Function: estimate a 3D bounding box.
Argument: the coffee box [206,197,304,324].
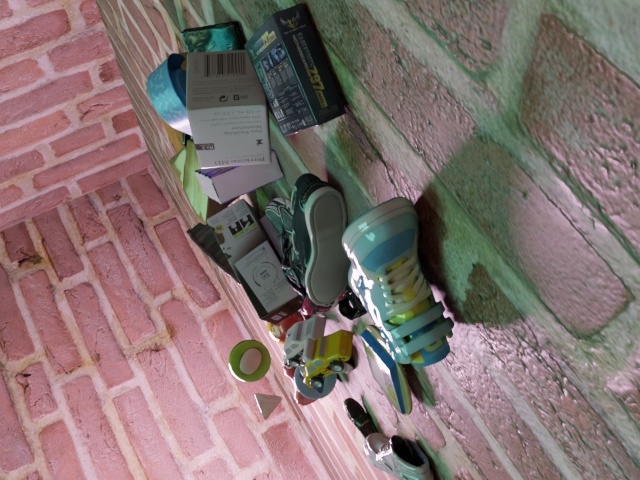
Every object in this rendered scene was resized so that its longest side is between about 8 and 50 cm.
[{"bbox_3d":[-0.159,0.059,1.781,0.297,0.119,0.168,59,-178,16],"label":"coffee box"}]

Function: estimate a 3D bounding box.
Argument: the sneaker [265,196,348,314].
[{"bbox_3d":[-0.050,0.030,1.579,0.299,0.112,0.120,59,164,19],"label":"sneaker"}]

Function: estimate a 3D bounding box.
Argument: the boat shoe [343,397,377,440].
[{"bbox_3d":[0.121,0.511,1.940,0.152,0.056,0.049,54,160,-2],"label":"boat shoe"}]

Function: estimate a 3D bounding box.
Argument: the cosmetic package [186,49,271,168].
[{"bbox_3d":[-0.179,-0.259,1.360,0.183,0.152,0.151,89,176,-59],"label":"cosmetic package"}]

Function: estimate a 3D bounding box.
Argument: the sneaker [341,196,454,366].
[{"bbox_3d":[0.132,0.076,1.026,0.208,0.127,0.319,60,174,22],"label":"sneaker"}]

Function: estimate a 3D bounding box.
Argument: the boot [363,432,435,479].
[{"bbox_3d":[0.188,0.514,1.666,0.258,0.095,0.123,27,136,53],"label":"boot"}]

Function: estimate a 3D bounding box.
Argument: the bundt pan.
[{"bbox_3d":[-0.235,0.035,2.041,0.331,0.124,0.331,42,178,2],"label":"bundt pan"}]

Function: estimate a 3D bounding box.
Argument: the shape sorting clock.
[{"bbox_3d":[0.146,0.277,1.470,0.206,0.040,0.206,60,167,24],"label":"shape sorting clock"}]

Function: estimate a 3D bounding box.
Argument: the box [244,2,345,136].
[{"bbox_3d":[-0.049,-0.277,1.154,0.183,0.059,0.233,66,166,-10],"label":"box"}]

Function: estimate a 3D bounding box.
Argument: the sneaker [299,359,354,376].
[{"bbox_3d":[0.008,0.346,1.895,0.099,0.121,0.262,61,165,7],"label":"sneaker"}]

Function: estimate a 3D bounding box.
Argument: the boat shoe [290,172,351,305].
[{"bbox_3d":[0.000,0.000,1.381,0.091,0.114,0.302,48,147,43],"label":"boat shoe"}]

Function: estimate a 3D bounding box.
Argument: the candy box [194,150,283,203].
[{"bbox_3d":[-0.200,-0.161,1.655,0.196,0.165,0.070,26,139,67],"label":"candy box"}]

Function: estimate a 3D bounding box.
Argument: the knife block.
[{"bbox_3d":[-0.279,-0.211,1.797,0.242,0.088,0.275,-28,87,40],"label":"knife block"}]

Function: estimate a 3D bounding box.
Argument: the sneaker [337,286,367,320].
[{"bbox_3d":[0.066,0.127,1.413,0.067,0.078,0.188,61,166,9],"label":"sneaker"}]

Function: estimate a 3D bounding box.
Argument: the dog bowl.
[{"bbox_3d":[-0.285,-0.315,1.571,0.297,0.074,0.165,12,-122,-66],"label":"dog bowl"}]

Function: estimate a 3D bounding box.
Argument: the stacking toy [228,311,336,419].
[{"bbox_3d":[-0.114,0.378,2.071,0.308,0.280,0.130,59,166,2],"label":"stacking toy"}]

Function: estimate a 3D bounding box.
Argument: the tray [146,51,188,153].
[{"bbox_3d":[-0.344,-0.299,1.941,0.203,0.076,0.410,-30,88,51],"label":"tray"}]

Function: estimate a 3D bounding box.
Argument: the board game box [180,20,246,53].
[{"bbox_3d":[-0.208,-0.364,1.451,0.026,0.126,0.186,-67,-32,-49],"label":"board game box"}]

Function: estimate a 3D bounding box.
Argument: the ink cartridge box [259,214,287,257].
[{"bbox_3d":[-0.072,0.033,1.819,0.189,0.066,0.232,59,-175,16],"label":"ink cartridge box"}]

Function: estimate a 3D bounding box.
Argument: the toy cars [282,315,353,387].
[{"bbox_3d":[-0.033,0.280,1.806,0.087,0.176,0.394,28,174,-18],"label":"toy cars"}]

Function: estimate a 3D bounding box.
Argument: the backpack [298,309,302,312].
[{"bbox_3d":[-0.090,0.157,1.943,0.114,0.084,0.105,29,158,21],"label":"backpack"}]
